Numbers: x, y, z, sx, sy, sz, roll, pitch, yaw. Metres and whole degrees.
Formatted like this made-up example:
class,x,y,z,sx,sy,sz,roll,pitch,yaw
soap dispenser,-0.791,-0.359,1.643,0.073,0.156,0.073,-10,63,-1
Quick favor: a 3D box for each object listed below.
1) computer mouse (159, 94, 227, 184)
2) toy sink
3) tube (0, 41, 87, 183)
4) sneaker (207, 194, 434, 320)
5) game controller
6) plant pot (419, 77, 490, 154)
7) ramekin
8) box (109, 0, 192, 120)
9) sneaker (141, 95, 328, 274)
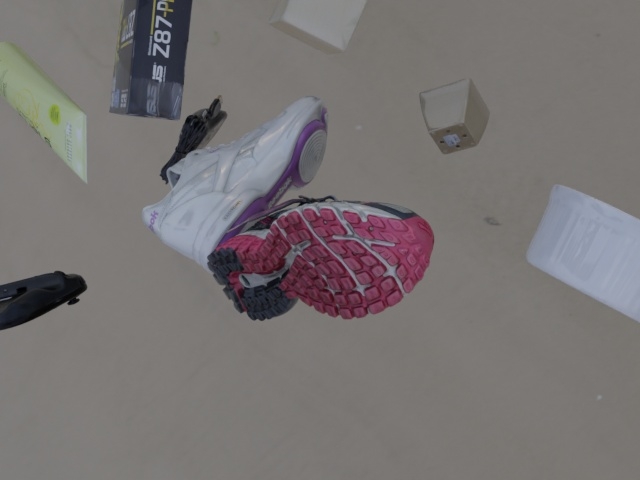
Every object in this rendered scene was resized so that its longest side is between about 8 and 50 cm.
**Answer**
class,x,y,z,sx,sy,sz,roll,pitch,yaw
computer mouse,-0.245,-0.236,1.828,0.060,0.262,0.184,36,124,-4
toy sink,0.013,-0.529,1.903,0.234,0.153,0.131,-67,19,2
tube,-0.342,-0.168,1.115,0.062,0.070,0.240,-47,55,-2
sneaker,0.000,0.000,0.890,0.299,0.112,0.120,-6,120,54
game controller,-0.538,0.119,1.521,0.319,0.166,0.067,-13,111,35
plant pot,0.258,-0.231,1.757,0.109,0.109,0.096,-14,49,27
ramekin,0.466,0.032,1.456,0.277,0.277,0.135,31,96,29
box,-0.293,-0.370,1.573,0.395,0.097,0.318,-152,66,-71
sneaker,-0.097,-0.096,1.127,0.152,0.305,0.114,23,140,20
